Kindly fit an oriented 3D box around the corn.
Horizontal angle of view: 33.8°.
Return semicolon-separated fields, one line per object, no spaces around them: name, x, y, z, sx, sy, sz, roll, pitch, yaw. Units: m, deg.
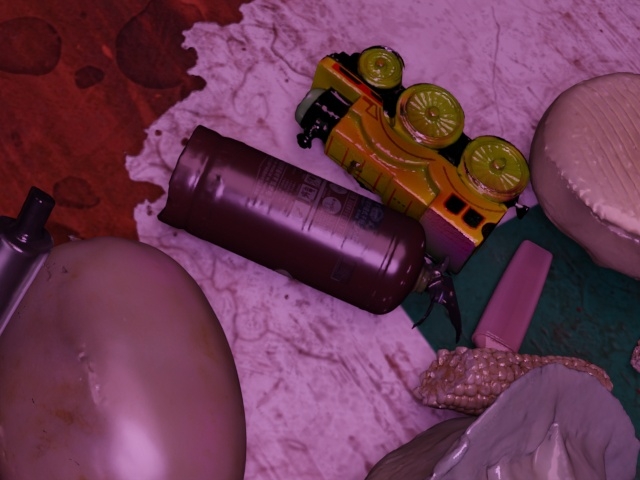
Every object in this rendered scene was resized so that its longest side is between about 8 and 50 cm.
corn;0.204;0.150;1.085;0.211;0.087;0.087;15;58;-19

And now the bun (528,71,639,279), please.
bun;0.373;-0.060;1.226;0.288;0.146;0.287;5;58;-9

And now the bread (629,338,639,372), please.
bread;0.395;0.126;1.192;0.070;0.035;0.083;34;56;4

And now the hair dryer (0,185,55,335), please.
hair dryer;-0.304;0.058;0.877;0.320;0.156;0.284;40;94;37

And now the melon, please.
melon;-0.182;0.142;0.929;0.223;0.223;0.316;-12;68;-20

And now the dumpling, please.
dumpling;0.137;0.253;0.970;0.270;0.212;0.320;59;43;-22

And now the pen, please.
pen;0.209;0.083;1.172;0.053;0.032;0.197;31;56;2

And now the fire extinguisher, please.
fire extinguisher;0.000;0.000;1.113;0.337;0.114;0.135;23;43;-1

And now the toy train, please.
toy train;0.099;-0.101;1.205;0.296;0.100;0.160;40;62;9
